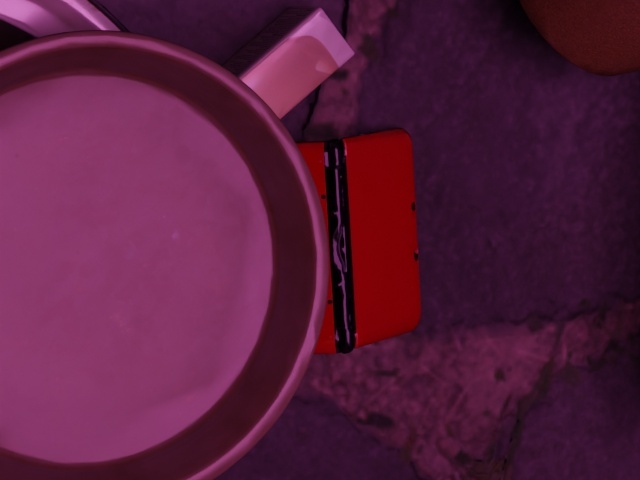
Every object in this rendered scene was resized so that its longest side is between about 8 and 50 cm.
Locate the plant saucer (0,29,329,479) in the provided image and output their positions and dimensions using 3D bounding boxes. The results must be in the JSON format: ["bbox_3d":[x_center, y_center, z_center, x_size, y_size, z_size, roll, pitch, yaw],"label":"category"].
[{"bbox_3d":[-0.129,0.019,1.136,0.278,0.041,0.277,-3,97,-21],"label":"plant saucer"}]

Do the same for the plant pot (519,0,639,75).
[{"bbox_3d":[0.248,-0.221,1.291,0.237,0.254,0.237,24,48,-30],"label":"plant pot"}]

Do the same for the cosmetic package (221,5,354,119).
[{"bbox_3d":[-0.040,-0.102,1.305,0.115,0.060,0.041,-42,110,-10],"label":"cosmetic package"}]

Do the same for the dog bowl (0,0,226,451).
[{"bbox_3d":[-0.271,0.020,1.181,0.408,0.150,0.408,-3,97,-22],"label":"dog bowl"}]

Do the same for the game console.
[{"bbox_3d":[0.000,0.000,1.359,0.124,0.085,0.144,-2,98,10],"label":"game console"}]
